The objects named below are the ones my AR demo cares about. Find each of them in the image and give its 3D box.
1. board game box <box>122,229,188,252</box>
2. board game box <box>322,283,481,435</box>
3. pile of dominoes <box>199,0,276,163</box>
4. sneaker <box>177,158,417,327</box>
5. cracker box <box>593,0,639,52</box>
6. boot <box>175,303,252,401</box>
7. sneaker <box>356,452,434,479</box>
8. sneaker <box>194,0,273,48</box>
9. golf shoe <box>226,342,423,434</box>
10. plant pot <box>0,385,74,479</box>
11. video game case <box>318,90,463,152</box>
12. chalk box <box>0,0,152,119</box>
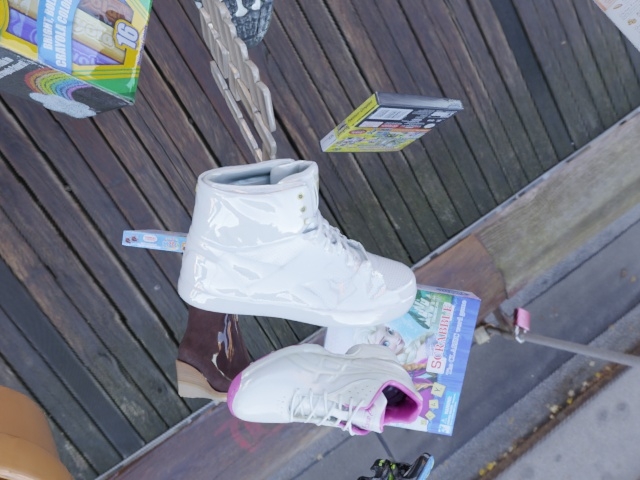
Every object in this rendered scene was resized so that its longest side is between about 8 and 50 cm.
[{"bbox_3d":[-0.336,0.003,1.072,0.211,0.160,0.039,6,93,3],"label":"board game box"},{"bbox_3d":[0.162,0.249,0.988,0.317,0.066,0.319,9,97,-1],"label":"board game box"},{"bbox_3d":[-0.104,-0.227,0.625,0.040,0.196,0.251,-24,75,-16],"label":"pile of dominoes"},{"bbox_3d":[0.000,0.000,0.498,0.292,0.108,0.169,5,119,-20],"label":"sneaker"},{"bbox_3d":[0.439,-0.240,0.534,0.155,0.067,0.233,15,49,-25],"label":"cracker box"},{"bbox_3d":[-0.177,0.203,0.869,0.248,0.090,0.207,-4,72,24],"label":"boot"},{"bbox_3d":[0.140,0.461,0.866,0.188,0.067,0.078,-43,68,27],"label":"sneaker"},{"bbox_3d":[-0.177,-0.566,0.810,0.157,0.182,0.411,-13,108,5],"label":"sneaker"},{"bbox_3d":[0.019,0.229,0.666,0.305,0.140,0.116,0,109,-27],"label":"golf shoe"},{"bbox_3d":[-0.434,0.307,0.512,0.290,0.203,0.291,-9,112,-23],"label":"plant pot"},{"bbox_3d":[0.171,-0.286,1.112,0.274,0.248,0.035,-8,79,-33],"label":"video game case"},{"bbox_3d":[-0.401,-0.303,0.573,0.288,0.180,0.179,17,78,-53],"label":"chalk box"}]
